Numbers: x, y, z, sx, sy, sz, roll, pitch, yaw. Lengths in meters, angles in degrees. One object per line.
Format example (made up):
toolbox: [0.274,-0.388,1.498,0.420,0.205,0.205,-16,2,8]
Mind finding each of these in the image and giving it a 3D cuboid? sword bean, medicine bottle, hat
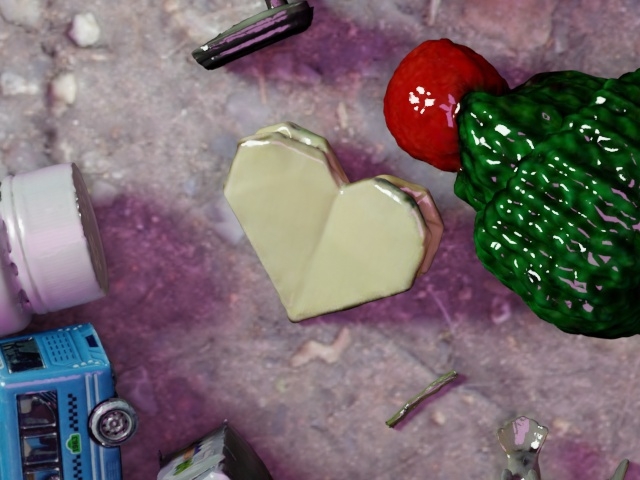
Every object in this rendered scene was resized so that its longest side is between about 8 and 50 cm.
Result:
sword bean: [0.095,0.149,1.827,0.083,0.012,0.012,-39,94,2]
medicine bottle: [-0.327,0.021,1.738,0.254,0.152,0.152,-14,94,-2]
hat: [0.207,-0.081,1.716,0.332,0.274,0.242,39,105,21]

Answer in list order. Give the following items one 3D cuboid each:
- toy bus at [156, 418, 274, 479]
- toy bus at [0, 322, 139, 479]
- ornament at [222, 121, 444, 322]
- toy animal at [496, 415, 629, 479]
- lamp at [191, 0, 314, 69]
toy bus: [-0.084,0.243,1.677,0.112,0.317,0.138,-29,92,-2]
toy bus: [-0.234,0.207,1.739,0.134,0.113,0.246,-7,112,-15]
ornament: [0.000,0.000,1.778,0.201,0.059,0.180,27,119,11]
toy animal: [0.179,0.248,1.775,0.219,0.155,0.095,-2,132,5]
lamp: [-0.126,-0.273,1.696,0.124,0.203,0.283,-40,95,2]
